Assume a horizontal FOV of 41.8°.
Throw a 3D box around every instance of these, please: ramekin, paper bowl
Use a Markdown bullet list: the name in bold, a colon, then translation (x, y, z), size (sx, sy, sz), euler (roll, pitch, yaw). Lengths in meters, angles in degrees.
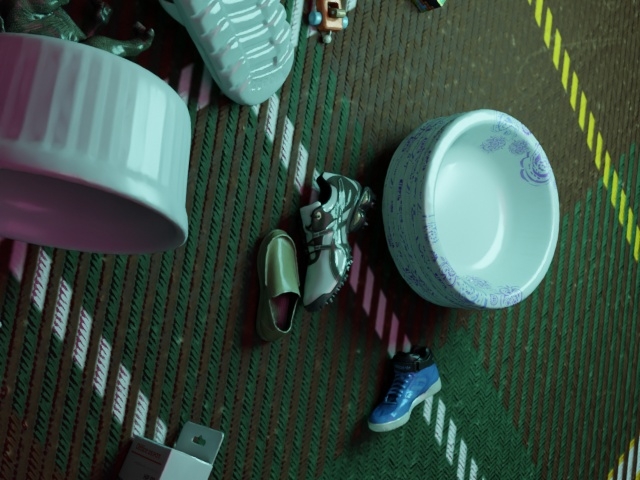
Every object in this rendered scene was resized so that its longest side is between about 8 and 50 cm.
- **ramekin**: translation (-0.258, -0.087, 0.818), size (0.277, 0.277, 0.135), euler (17, 72, -35)
- **paper bowl**: translation (0.206, -0.042, 1.227), size (0.284, 0.148, 0.285), euler (1, 89, -35)

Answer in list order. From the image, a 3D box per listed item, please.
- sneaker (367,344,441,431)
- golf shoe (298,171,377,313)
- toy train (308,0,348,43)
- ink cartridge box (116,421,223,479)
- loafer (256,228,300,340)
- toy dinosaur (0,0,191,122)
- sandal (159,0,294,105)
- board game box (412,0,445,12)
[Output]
- **sneaker**: translation (0.115, 0.206, 1.208), size (0.152, 0.058, 0.085), euler (-28, 111, -38)
- **golf shoe**: translation (0.000, 0.000, 1.130), size (0.093, 0.077, 0.198), euler (29, 65, -21)
- **toy train**: translation (-0.025, -0.339, 1.127), size (0.166, 0.046, 0.125), euler (1, 88, -37)
- **ink cartridge box**: translation (-0.190, 0.289, 0.957), size (0.060, 0.104, 0.180), euler (32, 71, -30)
- **loafer**: translation (-0.051, 0.059, 1.097), size (0.056, 0.050, 0.148), euler (2, 88, -36)
- **toy dinosaur**: translation (-0.287, -0.208, 0.911), size (0.313, 0.121, 0.160), euler (40, 79, -33)
- **sandal**: translation (-0.143, -0.334, 0.963), size (0.169, 0.102, 0.416), euler (-44, 139, -30)
- **board game box**: translation (0.167, -0.458, 1.269), size (0.141, 0.048, 0.170), euler (44, 65, -28)
